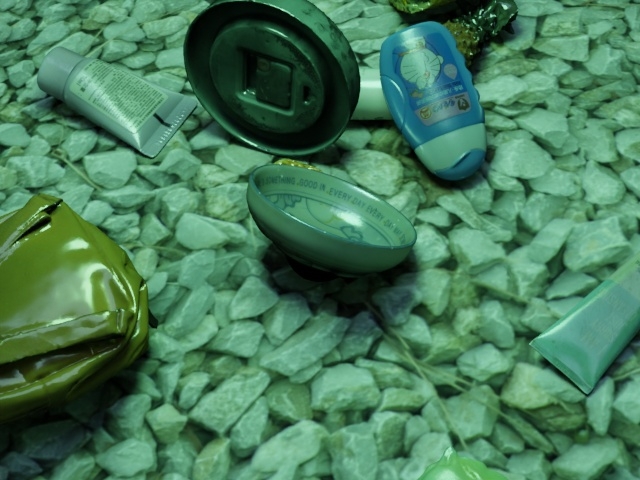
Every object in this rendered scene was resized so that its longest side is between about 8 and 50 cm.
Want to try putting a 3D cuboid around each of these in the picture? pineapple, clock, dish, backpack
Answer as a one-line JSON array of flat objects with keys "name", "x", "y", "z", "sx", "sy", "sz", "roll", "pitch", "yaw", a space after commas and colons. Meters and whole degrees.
[{"name": "pineapple", "x": 0.266, "y": -0.372, "z": 2.157, "sx": 0.119, "sy": 0.111, "sz": 0.237, "roll": 42, "pitch": 57, "yaw": 3}, {"name": "clock", "x": -0.080, "y": -0.279, "z": 1.991, "sx": 0.312, "sy": 0.313, "sz": 0.061, "roll": 15, "pitch": 46, "yaw": 20}, {"name": "dish", "x": 0.000, "y": 0.000, "z": 1.854, "sx": 0.273, "sy": 0.134, "sz": 0.273, "roll": 19, "pitch": 19, "yaw": -7}, {"name": "backpack", "x": -0.447, "y": 0.117, "z": 1.778, "sx": 0.378, "sy": 0.201, "sz": 0.353, "roll": -22, "pitch": 52, "yaw": -14}]

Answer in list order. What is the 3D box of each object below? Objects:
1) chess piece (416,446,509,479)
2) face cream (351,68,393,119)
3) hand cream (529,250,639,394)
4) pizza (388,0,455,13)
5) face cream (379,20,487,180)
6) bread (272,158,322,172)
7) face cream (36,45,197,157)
[{"name": "chess piece", "x": 0.229, "y": 0.376, "z": 1.511, "sx": 0.298, "sy": 0.176, "sz": 0.176, "roll": 18, "pitch": 54, "yaw": 38}, {"name": "face cream", "x": 0.095, "y": -0.255, "z": 2.085, "sx": 0.311, "sy": 0.092, "sz": 0.092, "roll": 0, "pitch": 50, "yaw": 10}, {"name": "hand cream", "x": 0.447, "y": 0.084, "z": 1.763, "sx": 0.111, "sy": 0.070, "sz": 0.312, "roll": 41, "pitch": 68, "yaw": 19}, {"name": "pizza", "x": 0.257, "y": -0.489, "z": 2.195, "sx": 0.268, "sy": 0.087, "sz": 0.258, "roll": -14, "pitch": 20, "yaw": -5}, {"name": "face cream", "x": 0.190, "y": -0.223, "z": 1.986, "sx": 0.149, "sy": 0.083, "sz": 0.264, "roll": -21, "pitch": 82, "yaw": 3}, {"name": "bread", "x": -0.046, "y": -0.092, "z": 2.000, "sx": 0.110, "sy": 0.044, "sz": 0.083, "roll": 15, "pitch": 57, "yaw": 22}, {"name": "face cream", "x": -0.374, "y": -0.258, "z": 2.170, "sx": 0.274, "sy": 0.096, "sz": 0.154, "roll": 27, "pitch": 55, "yaw": 12}]
